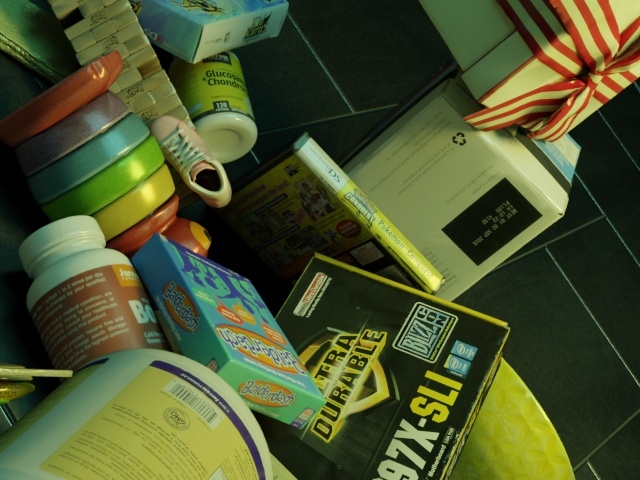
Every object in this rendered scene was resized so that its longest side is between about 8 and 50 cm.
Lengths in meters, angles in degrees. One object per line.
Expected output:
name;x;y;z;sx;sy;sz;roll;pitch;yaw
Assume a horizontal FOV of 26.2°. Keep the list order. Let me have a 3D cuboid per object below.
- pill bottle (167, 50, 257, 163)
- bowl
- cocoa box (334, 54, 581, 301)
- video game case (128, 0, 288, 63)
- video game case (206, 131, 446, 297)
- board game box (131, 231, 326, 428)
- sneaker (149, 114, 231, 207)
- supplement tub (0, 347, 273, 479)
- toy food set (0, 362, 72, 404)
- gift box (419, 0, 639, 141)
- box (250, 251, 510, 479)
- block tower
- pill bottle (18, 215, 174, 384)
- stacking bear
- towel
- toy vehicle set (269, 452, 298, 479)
pill bottle;-0.153;-0.203;1.881;0.103;0.103;0.184;19;44;-42
bowl;0.173;0.267;1.737;0.156;0.289;0.289;-32;82;-17
cocoa box;0.150;-0.063;1.893;0.231;0.347;0.228;45;31;-8
video game case;-0.215;-0.344;1.881;0.269;0.061;0.244;29;28;15
video game case;0.000;0.000;1.727;0.248;0.275;0.035;46;62;-9
board game box;-0.099;0.096;1.469;0.160;0.047;0.210;30;19;-46
sneaker;-0.154;-0.099;1.626;0.134;0.051;0.070;51;-5;3
supplement tub;-0.206;0.263;1.195;0.241;0.241;0.331;50;31;-3
toy food set;-0.332;0.131;1.262;0.132;0.192;0.039;9;83;-51
gift box;0.269;-0.279;1.711;0.276;0.255;0.258;9;45;-53
box;0.041;0.184;1.549;0.257;0.079;0.322;22;50;13
block tower;-0.231;-0.185;1.711;0.335;0.097;0.091;60;-4;4
pill bottle;-0.236;0.087;1.453;0.121;0.121;0.216;-4;61;-54
stacking bear;-0.230;-0.050;1.575;0.289;0.164;0.175;58;6;-10
towel;-0.369;-0.260;1.732;0.148;0.027;0.110;31;36;-29
toy vehicle set;-0.051;0.291;1.381;0.267;0.166;0.035;43;53;15
